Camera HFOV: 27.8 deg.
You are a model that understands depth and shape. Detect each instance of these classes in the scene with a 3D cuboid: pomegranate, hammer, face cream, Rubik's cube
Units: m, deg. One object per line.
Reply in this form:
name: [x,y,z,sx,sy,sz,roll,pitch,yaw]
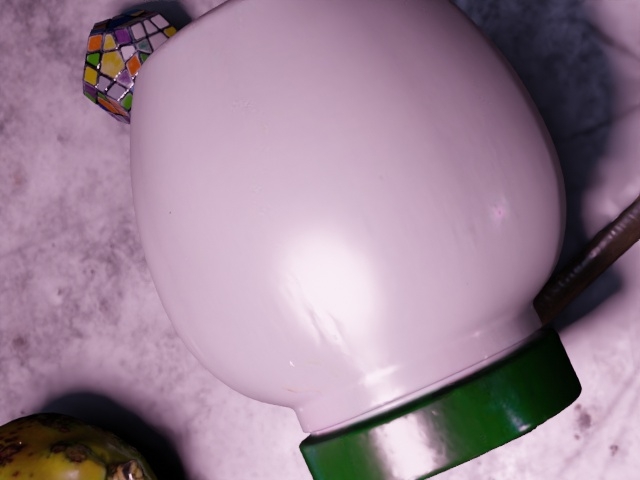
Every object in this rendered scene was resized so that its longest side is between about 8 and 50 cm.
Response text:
pomegranate: [-0.265,0.282,1.167,0.277,0.204,0.222,-21,52,0]
hammer: [0.231,0.013,1.066,0.125,0.027,0.297,41,101,-14]
face cream: [0.025,-0.008,0.952,0.312,0.219,0.357,-25,86,16]
Rubik's cube: [-0.169,-0.159,1.185,0.093,0.111,0.111,-29,82,44]
